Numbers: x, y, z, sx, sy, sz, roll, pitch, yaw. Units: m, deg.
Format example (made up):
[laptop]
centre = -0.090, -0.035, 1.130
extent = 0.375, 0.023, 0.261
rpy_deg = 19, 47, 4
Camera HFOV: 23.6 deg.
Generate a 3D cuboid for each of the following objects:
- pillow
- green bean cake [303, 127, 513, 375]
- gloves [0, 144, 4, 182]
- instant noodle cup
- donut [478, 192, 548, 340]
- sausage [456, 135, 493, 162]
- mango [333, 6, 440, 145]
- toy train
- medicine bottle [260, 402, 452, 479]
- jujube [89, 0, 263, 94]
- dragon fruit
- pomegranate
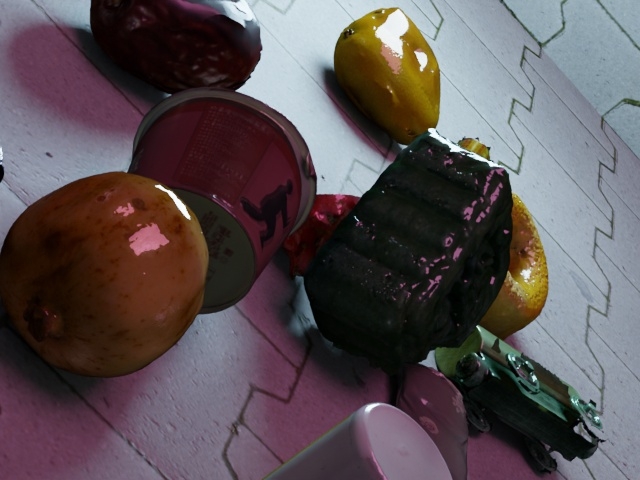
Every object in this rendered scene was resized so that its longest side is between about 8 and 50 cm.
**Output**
[pillow]
centre = 0.155, 0.259, 2.061
extent = 0.169, 0.059, 0.255
rpy_deg = 44, 25, -21
[green bean cake]
centre = 0.133, 0.050, 2.082
extent = 0.169, 0.300, 0.308
rpy_deg = 29, -24, 22
[gloves]
centre = -0.400, -0.147, 1.620
extent = 0.119, 0.097, 0.229
rpy_deg = 11, 53, -49
[instant noodle cup]
centre = -0.137, -0.038, 1.788
extent = 0.235, 0.234, 0.178
rpy_deg = 44, 35, -15
[donut]
centre = 0.280, 0.032, 2.462
extent = 0.277, 0.108, 0.278
rpy_deg = 39, 43, -50
[sausage]
centre = 0.225, -0.093, 2.631
extent = 0.082, 0.082, 0.371
rpy_deg = 50, 26, -4
[mango]
centre = 0.115, -0.267, 2.617
extent = 0.236, 0.136, 0.166
rpy_deg = 50, 39, -14
[toy train]
centre = 0.305, 0.220, 2.285
extent = 0.307, 0.126, 0.190
rpy_deg = 33, 31, -34
[medicine bottle]
centre = -0.001, 0.283, 1.524
extent = 0.143, 0.258, 0.143
rpy_deg = 39, 26, -24
[jujube]
centre = -0.189, -0.290, 2.077
extent = 0.243, 0.183, 0.183
rpy_deg = 25, 35, -45
[dragon fruit]
centre = 0.000, 0.000, 2.082
extent = 0.153, 0.153, 0.111
rpy_deg = 8, 79, -56
[pomegranate]
centre = -0.226, 0.035, 1.550
extent = 0.215, 0.215, 0.215
rpy_deg = 39, 28, -25
